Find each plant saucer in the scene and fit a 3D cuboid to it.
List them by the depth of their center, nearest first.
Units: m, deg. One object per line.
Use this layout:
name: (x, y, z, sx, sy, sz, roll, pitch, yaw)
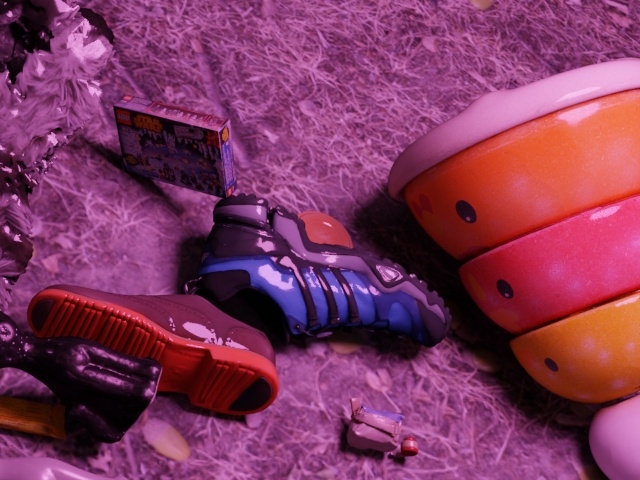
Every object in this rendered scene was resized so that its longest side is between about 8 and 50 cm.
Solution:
plant saucer: (0.000, 0.000, 1.746, 0.083, 0.013, 0.083, 14, 52, -18)

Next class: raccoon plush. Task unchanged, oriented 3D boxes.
raccoon plush: (-0.400, -0.120, 1.565, 0.216, 0.299, 0.446, 28, 79, -27)

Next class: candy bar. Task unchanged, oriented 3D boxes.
candy bar: (-0.324, 0.164, 1.448, 0.161, 0.018, 0.040, 12, 48, -20)

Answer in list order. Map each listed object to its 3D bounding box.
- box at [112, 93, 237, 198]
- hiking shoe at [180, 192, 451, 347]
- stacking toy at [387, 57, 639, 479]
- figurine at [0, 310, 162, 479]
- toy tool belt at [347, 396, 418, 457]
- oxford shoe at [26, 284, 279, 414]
box: (-0.160, -0.104, 1.649, 0.137, 0.094, 0.027, 15, 42, 23)
hiking shoe: (-0.002, 0.065, 1.656, 0.304, 0.113, 0.132, 26, 76, -14)
stacking toy: (0.310, 0.062, 1.710, 0.350, 0.350, 0.480, -14, 79, -35)
figurine: (-0.276, 0.173, 1.396, 0.209, 0.092, 0.215, 24, 53, -19)
toy tool belt: (0.069, 0.199, 1.608, 0.083, 0.052, 0.051, 15, 59, -18)
oxford shoe: (-0.172, 0.098, 1.542, 0.271, 0.097, 0.098, 23, 34, -20)
